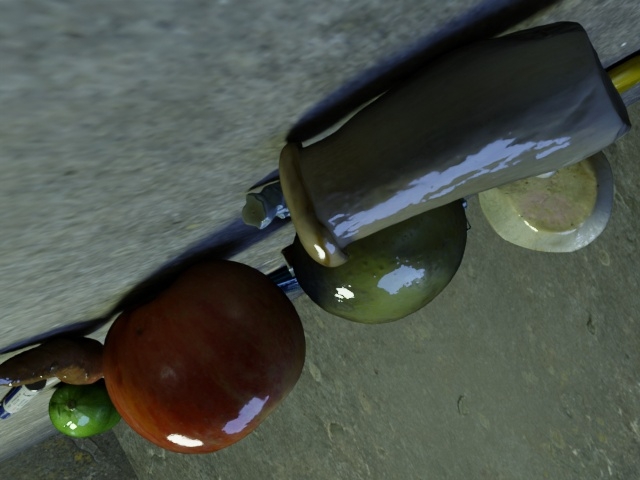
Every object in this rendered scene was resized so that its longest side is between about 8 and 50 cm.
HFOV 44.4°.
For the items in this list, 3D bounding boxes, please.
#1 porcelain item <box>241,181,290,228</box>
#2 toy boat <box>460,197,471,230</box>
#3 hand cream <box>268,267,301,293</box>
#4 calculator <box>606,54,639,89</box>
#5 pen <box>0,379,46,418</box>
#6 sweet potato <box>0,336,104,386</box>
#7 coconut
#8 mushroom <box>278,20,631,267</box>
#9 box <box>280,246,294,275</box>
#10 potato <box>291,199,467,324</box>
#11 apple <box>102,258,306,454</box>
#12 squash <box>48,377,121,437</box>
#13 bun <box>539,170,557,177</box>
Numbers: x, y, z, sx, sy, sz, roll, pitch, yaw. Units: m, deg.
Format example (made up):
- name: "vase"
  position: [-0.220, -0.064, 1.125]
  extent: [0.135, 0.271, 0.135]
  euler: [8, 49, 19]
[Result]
- name: "porcelain item"
  position: [-0.022, -0.033, 0.591]
  extent: [0.083, 0.028, 0.036]
  euler: [-27, 172, -42]
- name: "toy boat"
  position: [0.216, -0.049, 1.421]
  extent: [0.093, 0.103, 0.246]
  euler: [-31, 178, 5]
- name: "hand cream"
  position: [-0.039, 0.064, 1.392]
  extent: [0.271, 0.061, 0.120]
  euler: [-23, 173, -12]
- name: "calculator"
  position: [0.399, -0.215, 1.141]
  extent: [0.235, 0.032, 0.146]
  euler: [-28, 176, 7]
- name: "pen"
  position: [-0.365, 0.189, 0.946]
  extent: [0.025, 0.025, 0.204]
  euler: [-26, 175, -37]
- name: "sweet potato"
  position: [-0.250, 0.116, 0.744]
  extent: [0.050, 0.050, 0.214]
  euler: [-30, 171, 2]
- name: "coconut"
  position: [0.375, -0.085, 1.320]
  extent: [0.241, 0.241, 0.241]
  euler: [-29, 175, -3]
- name: "mushroom"
  position: [0.090, -0.070, 0.491]
  extent: [0.247, 0.096, 0.108]
  euler: [-24, 175, -8]
- name: "box"
  position: [0.028, -0.007, 1.123]
  extent: [0.178, 0.035, 0.115]
  euler: [-30, 176, -3]
- name: "potato"
  position: [0.059, 0.010, 0.814]
  extent: [0.174, 0.159, 0.251]
  euler: [-4, 163, 2]
- name: "apple"
  position: [-0.116, 0.112, 0.780]
  extent: [0.209, 0.164, 0.209]
  euler: [-38, -176, 4]
- name: "squash"
  position: [-0.389, 0.282, 1.336]
  extent: [0.101, 0.101, 0.379]
  euler: [-28, 177, -11]
- name: "bun"
  position: [0.284, -0.126, 1.048]
  extent: [0.138, 0.094, 0.138]
  euler: [-27, 178, -1]
